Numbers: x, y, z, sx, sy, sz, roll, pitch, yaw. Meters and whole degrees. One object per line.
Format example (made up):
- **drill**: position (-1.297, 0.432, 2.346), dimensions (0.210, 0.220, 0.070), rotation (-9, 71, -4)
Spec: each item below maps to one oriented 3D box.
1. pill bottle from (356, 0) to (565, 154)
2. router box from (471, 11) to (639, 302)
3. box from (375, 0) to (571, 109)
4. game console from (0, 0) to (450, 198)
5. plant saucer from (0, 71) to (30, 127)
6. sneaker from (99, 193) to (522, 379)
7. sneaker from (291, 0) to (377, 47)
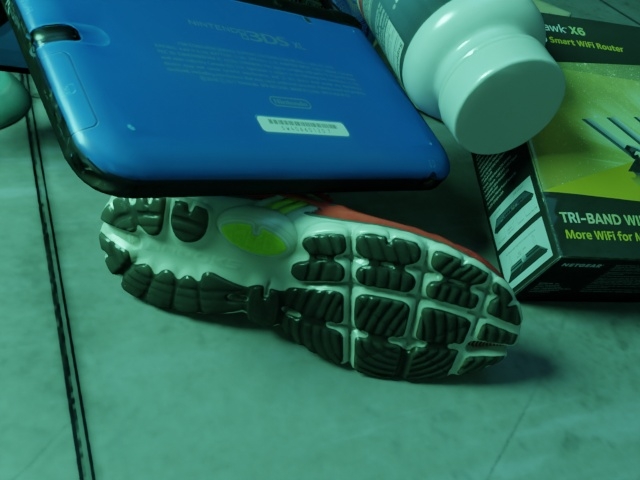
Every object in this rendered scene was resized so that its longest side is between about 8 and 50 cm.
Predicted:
- **pill bottle**: position (0.102, -0.154, 0.505), dimensions (0.108, 0.108, 0.180), rotation (-3, 49, -22)
- **router box**: position (0.286, -0.070, 0.586), dimensions (0.309, 0.081, 0.242), rotation (2, 61, -16)
- **box**: position (0.099, -0.246, 0.770), dimensions (0.311, 0.121, 0.148), rotation (30, 40, 18)
- **game console**: position (-0.096, -0.093, 0.495), dimensions (0.293, 0.173, 0.250), rotation (-6, 58, -44)
- **plant saucer**: position (-0.310, -0.129, 0.572), dimensions (0.119, 0.021, 0.119), rotation (9, 38, -7)
- **sneaker**: position (0.000, 0.000, 0.452), dimensions (0.279, 0.107, 0.118), rotation (18, 33, 4)
- **sneaker**: position (-0.106, -0.252, 0.672), dimensions (0.330, 0.129, 0.147), rotation (15, 21, 11)
